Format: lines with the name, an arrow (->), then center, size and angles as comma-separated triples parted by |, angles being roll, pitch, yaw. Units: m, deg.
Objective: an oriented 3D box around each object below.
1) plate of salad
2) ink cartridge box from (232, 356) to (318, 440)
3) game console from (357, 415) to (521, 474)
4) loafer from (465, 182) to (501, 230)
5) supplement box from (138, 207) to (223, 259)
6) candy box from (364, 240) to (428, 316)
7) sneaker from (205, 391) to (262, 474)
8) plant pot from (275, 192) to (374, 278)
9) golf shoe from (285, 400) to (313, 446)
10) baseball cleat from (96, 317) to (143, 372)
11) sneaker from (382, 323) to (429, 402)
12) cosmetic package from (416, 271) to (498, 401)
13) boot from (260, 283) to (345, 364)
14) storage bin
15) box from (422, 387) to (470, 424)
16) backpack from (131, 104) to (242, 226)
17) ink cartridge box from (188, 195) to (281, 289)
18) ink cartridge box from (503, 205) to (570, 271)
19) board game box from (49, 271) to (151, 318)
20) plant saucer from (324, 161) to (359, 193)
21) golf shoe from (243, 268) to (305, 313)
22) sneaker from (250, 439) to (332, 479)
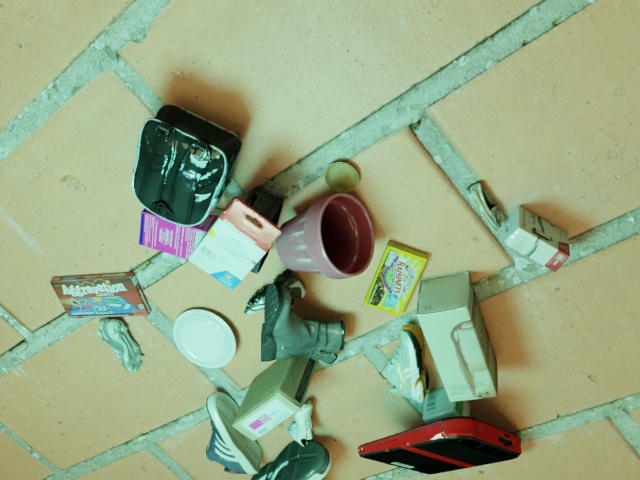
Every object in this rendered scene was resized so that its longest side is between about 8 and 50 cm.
plate of salad -> -0.337, 0.285, 2.027 | 0.199, 0.048, 0.200 | 6, 115, 14
ink cartridge box -> -0.129, 0.437, 1.980 | 0.088, 0.193, 0.234 | 40, 125, -13
game console -> 0.343, 0.577, 1.930 | 0.342, 0.060, 0.386 | -23, 144, 33
loafer -> 0.380, -0.077, 1.575 | 0.039, 0.045, 0.125 | -34, 107, 25
supplement box -> -0.337, -0.027, 1.771 | 0.220, 0.111, 0.114 | 18, 126, 3
candy box -> 0.190, 0.100, 1.760 | 0.105, 0.027, 0.206 | 18, 127, 0
sneaker -> -0.315, 0.627, 2.203 | 0.148, 0.131, 0.350 | -11, 120, 17
plant pot -> 0.000, 0.000, 1.654 | 0.180, 0.201, 0.201 | -12, 121, 41
golf shoe -> -0.044, 0.556, 2.099 | 0.086, 0.069, 0.176 | 46, 140, 27
baseball cleat -> -0.619, 0.316, 2.128 | 0.109, 0.072, 0.206 | 9, 125, 30
sneaker -> 0.220, 0.336, 1.875 | 0.121, 0.099, 0.263 | 2, 123, 20
cosmetic package -> 0.348, 0.244, 1.738 | 0.129, 0.153, 0.296 | -13, 121, 21
boot -> -0.039, 0.219, 1.817 | 0.222, 0.118, 0.338 | 3, 148, -7
storage bin -> -0.161, -0.023, 1.716 | 0.084, 0.122, 0.180 | 19, 127, 3
box -> 0.351, 0.474, 1.925 | 0.102, 0.101, 0.087 | -23, 115, 28
backpack -> -0.316, -0.170, 1.616 | 0.225, 0.191, 0.254 | 25, 120, 1
ink cartridge box -> -0.191, -0.005, 1.610 | 0.134, 0.078, 0.231 | 36, 126, -10
ink cartridge box -> 0.486, -0.005, 1.557 | 0.135, 0.099, 0.056 | 28, 127, -5
board game box -> -0.650, 0.164, 2.046 | 0.281, 0.027, 0.145 | -4, 121, 19
plant saucer -> 0.051, -0.151, 1.633 | 0.083, 0.015, 0.083 | 8, 125, 11
golf shoe -> -0.125, 0.163, 1.864 | 0.198, 0.077, 0.094 | -34, 109, 33
sneaker -> -0.035, 0.796, 2.248 | 0.257, 0.169, 0.447 | 30, 135, -17
